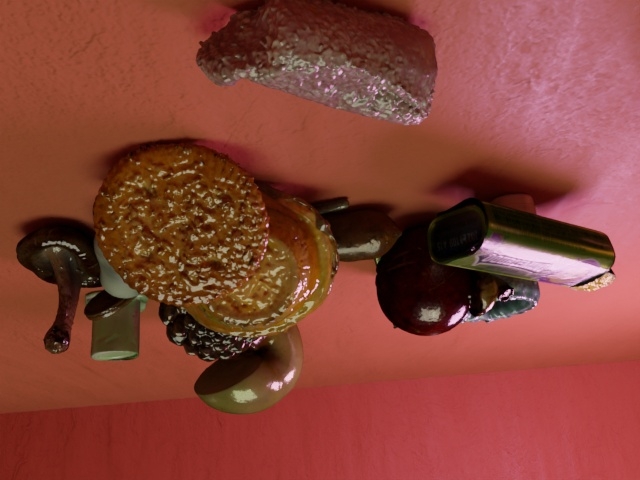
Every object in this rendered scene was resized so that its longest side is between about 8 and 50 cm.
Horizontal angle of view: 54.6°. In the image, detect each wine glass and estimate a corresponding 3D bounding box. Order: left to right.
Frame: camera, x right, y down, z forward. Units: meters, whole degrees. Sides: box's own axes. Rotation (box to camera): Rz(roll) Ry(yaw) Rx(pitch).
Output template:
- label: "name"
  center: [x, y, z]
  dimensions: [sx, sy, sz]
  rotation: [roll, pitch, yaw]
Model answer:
- label: "wine glass"
  center: [-0.324, 0.011, 1.035]
  dimensions: [0.103, 0.103, 0.231]
  rotation: [2, 150, -16]

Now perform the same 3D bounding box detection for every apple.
- label: "apple"
  center: [-0.190, 0.278, 1.518]
  dimensions: [0.292, 0.292, 0.254]
  rotation: [10, 165, -32]

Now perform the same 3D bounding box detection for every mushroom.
- label: "mushroom"
  center: [-0.456, 0.103, 1.116]
  dimensions: [0.148, 0.218, 0.227]
  rotation: [-10, 158, 11]

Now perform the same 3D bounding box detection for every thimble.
- label: "thimble"
  center: [0.363, 0.087, 1.343]
  dimensions: [0.198, 0.143, 0.235]
  rotation: [4, 155, -21]

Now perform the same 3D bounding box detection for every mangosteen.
- label: "mangosteen"
  center: [0.233, 0.080, 1.174]
  dimensions: [0.257, 0.215, 0.215]
  rotation: [7, 163, 21]

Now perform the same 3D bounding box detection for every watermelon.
- label: "watermelon"
  center: [0.647, 0.081, 1.487]
  dimensions: [0.105, 0.062, 0.105]
  rotation: [-4, 150, -2]

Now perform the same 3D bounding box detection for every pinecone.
- label: "pinecone"
  center: [-0.205, 0.114, 1.205]
  dimensions: [0.224, 0.224, 0.272]
  rotation: [3, -172, -19]

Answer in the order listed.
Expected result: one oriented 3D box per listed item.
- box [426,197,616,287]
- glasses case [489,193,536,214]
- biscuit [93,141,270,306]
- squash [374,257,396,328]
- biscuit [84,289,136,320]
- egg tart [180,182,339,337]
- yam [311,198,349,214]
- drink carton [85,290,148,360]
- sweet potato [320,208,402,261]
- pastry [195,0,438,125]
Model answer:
- label: "box"
  center: [0.355, 0.013, 1.083]
  dimensions: [0.345, 0.097, 0.134]
  rotation: [11, 151, -33]
- label: "glasses case"
  center: [0.336, -0.028, 1.174]
  dimensions: [0.083, 0.050, 0.196]
  rotation: [0, 157, -7]
- label: "biscuit"
  center: [-0.199, -0.019, 0.896]
  dimensions: [0.254, 0.254, 0.035]
  rotation: [-3, -161, -3]
- label: "squash"
  center: [0.171, 0.045, 1.363]
  dimensions: [0.093, 0.169, 0.252]
  rotation: [-12, 123, 11]
- label: "biscuit"
  center: [-0.399, 0.098, 1.229]
  dimensions: [0.124, 0.175, 0.026]
  rotation: [-16, 114, 25]
- label: "egg tart"
  center: [-0.110, 0.045, 1.003]
  dimensions: [0.288, 0.288, 0.118]
  rotation: [-3, -164, -5]
- label: "yam"
  center: [-0.006, -0.054, 1.081]
  dimensions: [0.116, 0.021, 0.021]
  rotation: [-11, 157, 13]
- label: "drink carton"
  center: [-0.488, 0.207, 1.472]
  dimensions: [0.144, 0.142, 0.146]
  rotation: [4, 158, -19]
- label: "sweet potato"
  center: [-0.001, 0.000, 1.110]
  dimensions: [0.291, 0.097, 0.097]
  rotation: [-8, 158, -5]
- label: "pastry"
  center: [0.010, -0.192, 0.645]
  dimensions: [0.265, 0.103, 0.112]
  rotation: [1, 150, -19]
